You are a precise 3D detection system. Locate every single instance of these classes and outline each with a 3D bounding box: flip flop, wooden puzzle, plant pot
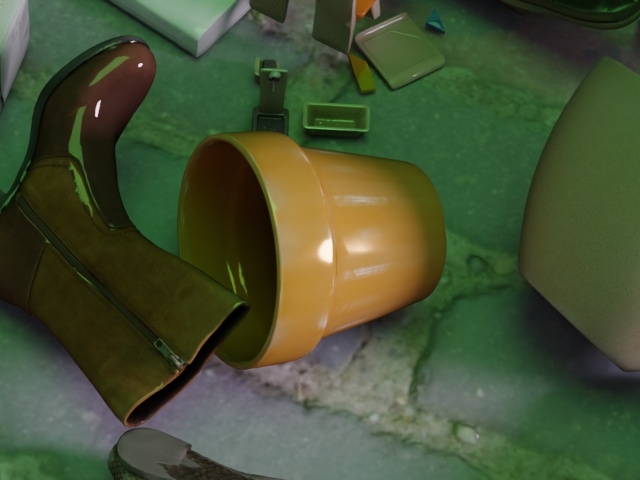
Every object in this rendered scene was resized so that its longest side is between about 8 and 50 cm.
[{"bbox_3d":[0.216,-0.270,1.946,0.277,0.080,0.112,28,72,34],"label":"flip flop"},{"bbox_3d":[0.078,-0.189,1.927,0.116,0.014,0.078,-20,65,-17],"label":"wooden puzzle"},{"bbox_3d":[0.285,0.003,1.689,0.191,0.284,0.284,-46,68,3],"label":"plant pot"},{"bbox_3d":[0.000,0.000,1.696,0.188,0.205,0.205,-7,56,-28],"label":"plant pot"}]

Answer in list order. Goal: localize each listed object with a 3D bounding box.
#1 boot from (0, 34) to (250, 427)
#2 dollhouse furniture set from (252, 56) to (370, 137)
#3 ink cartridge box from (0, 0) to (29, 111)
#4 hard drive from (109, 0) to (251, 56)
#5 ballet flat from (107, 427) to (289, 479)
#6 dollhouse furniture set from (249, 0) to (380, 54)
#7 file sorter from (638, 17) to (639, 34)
[{"bbox_3d":[-0.166,-0.017,1.669,0.264,0.096,0.280,-48,57,-6],"label":"boot"},{"bbox_3d":[-0.007,-0.150,1.851,0.114,0.081,0.091,3,56,-3],"label":"dollhouse furniture set"},{"bbox_3d":[-0.382,-0.150,1.810,0.160,0.092,0.219,15,56,4],"label":"ink cartridge box"},{"bbox_3d":[-0.184,-0.334,1.983,0.307,0.040,0.203,33,60,16],"label":"hard drive"},{"bbox_3d":[-0.065,0.233,1.613,0.250,0.058,0.084,23,36,3],"label":"ballet flat"},{"bbox_3d":[0.005,-0.357,1.905,0.259,0.135,0.262,29,61,15],"label":"dollhouse furniture set"},{"bbox_3d":[0.435,-0.299,1.846,0.173,0.278,0.193,21,17,3],"label":"file sorter"}]
